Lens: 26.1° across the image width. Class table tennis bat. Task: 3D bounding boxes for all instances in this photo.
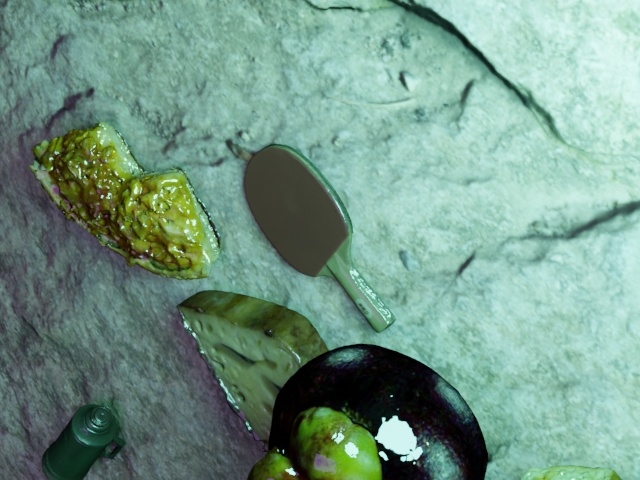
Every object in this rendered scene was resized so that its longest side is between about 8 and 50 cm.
[{"bbox_3d":[0.000,0.000,1.549,0.246,0.022,0.138,53,141,8],"label":"table tennis bat"}]

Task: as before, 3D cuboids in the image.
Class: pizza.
[{"bbox_3d":[-0.249,-0.047,1.717,0.305,0.086,0.161,34,134,23],"label":"pizza"}]

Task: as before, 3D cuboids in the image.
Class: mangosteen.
[{"bbox_3d":[0.044,0.257,1.466,0.233,0.287,0.287,30,140,-8],"label":"mangosteen"}]

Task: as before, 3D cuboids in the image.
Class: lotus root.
[{"bbox_3d":[-0.055,0.161,1.665,0.170,0.074,0.260,-27,93,49],"label":"lotus root"}]

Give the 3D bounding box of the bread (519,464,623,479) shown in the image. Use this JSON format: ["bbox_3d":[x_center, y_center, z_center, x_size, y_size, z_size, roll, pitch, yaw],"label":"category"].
[{"bbox_3d":[0.292,0.363,1.408,0.152,0.130,0.267,-129,16,-78],"label":"bread"}]

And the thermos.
[{"bbox_3d":[-0.352,0.303,2.057,0.083,0.073,0.187,51,140,10],"label":"thermos"}]
